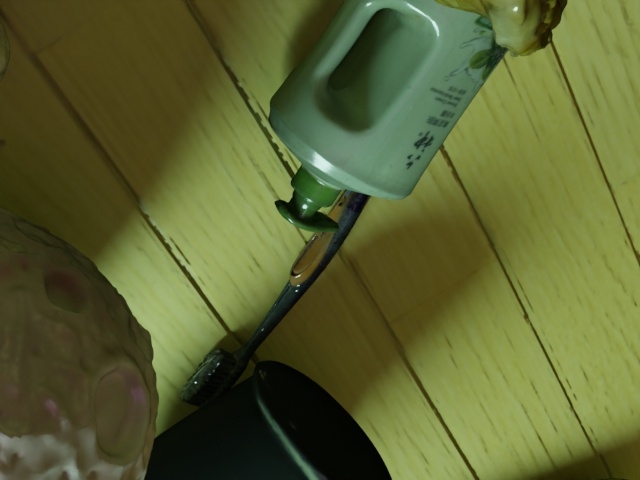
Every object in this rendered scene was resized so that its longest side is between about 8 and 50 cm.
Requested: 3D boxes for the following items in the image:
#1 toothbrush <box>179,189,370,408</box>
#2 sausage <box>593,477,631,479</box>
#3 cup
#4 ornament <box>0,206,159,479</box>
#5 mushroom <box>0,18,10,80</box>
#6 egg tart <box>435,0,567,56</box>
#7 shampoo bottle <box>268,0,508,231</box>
[{"bbox_3d":[0.002,0.001,1.025,0.031,0.023,0.321,22,113,-47],"label":"toothbrush"},{"bbox_3d":[0.163,0.294,1.250,0.347,0.123,0.123,-17,130,-13],"label":"sausage"},{"bbox_3d":[-0.041,0.185,1.055,0.176,0.169,0.223,-45,170,10],"label":"cup"},{"bbox_3d":[-0.229,0.102,0.845,0.225,0.259,0.259,35,105,-32],"label":"ornament"},{"bbox_3d":[-0.215,-0.107,0.815,0.084,0.067,0.083,-8,123,-12],"label":"mushroom"},{"bbox_3d":[0.040,-0.235,0.690,0.129,0.341,0.341,-14,132,11],"label":"egg tart"},{"bbox_3d":[0.043,-0.103,0.923,0.118,0.087,0.234,21,114,-32],"label":"shampoo bottle"}]
